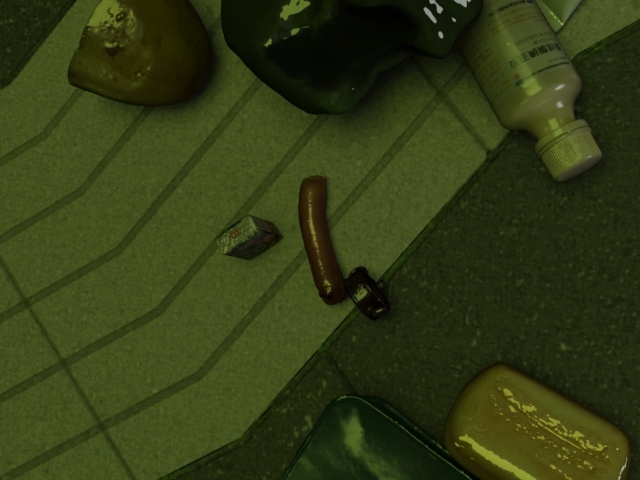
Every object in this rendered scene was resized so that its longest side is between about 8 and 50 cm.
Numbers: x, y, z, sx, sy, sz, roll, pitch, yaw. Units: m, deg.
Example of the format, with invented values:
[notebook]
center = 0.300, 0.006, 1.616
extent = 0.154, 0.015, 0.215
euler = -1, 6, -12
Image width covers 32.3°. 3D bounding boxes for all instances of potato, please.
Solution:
[potato]
center = -0.229, -0.266, 1.534
extent = 0.158, 0.178, 0.203
euler = 29, 79, 4

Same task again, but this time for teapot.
[teapot]
center = 0.064, 0.065, 1.439
extent = 0.045, 0.068, 0.100
euler = -36, 40, 8

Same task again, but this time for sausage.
[sausage]
center = 0.001, 0.000, 1.479
extent = 0.047, 0.040, 0.176
euler = -21, 73, 31

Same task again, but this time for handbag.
[handbag]
center = 0.102, 0.364, 1.377
extent = 0.326, 0.089, 0.238
euler = 36, 96, 18

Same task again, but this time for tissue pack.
[tissue pack]
center = -0.097, -0.004, 1.490
extent = 0.063, 0.083, 0.035
euler = -33, 72, 13

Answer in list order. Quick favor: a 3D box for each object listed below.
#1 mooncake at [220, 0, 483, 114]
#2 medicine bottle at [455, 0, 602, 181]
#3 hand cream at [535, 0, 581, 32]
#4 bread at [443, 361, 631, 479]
[mooncake]
center = 0.044, -0.333, 1.383
extent = 0.351, 0.187, 0.351
euler = -26, 51, 37
[medicine bottle]
center = 0.260, -0.194, 1.373
extent = 0.114, 0.114, 0.252
euler = -29, 75, 14
[hand cream]
center = 0.338, -0.400, 1.397
extent = 0.248, 0.083, 0.133
euler = -47, 69, 18
[bread]
center = 0.257, 0.247, 1.326
extent = 0.217, 0.098, 0.147
euler = 34, 74, 17
